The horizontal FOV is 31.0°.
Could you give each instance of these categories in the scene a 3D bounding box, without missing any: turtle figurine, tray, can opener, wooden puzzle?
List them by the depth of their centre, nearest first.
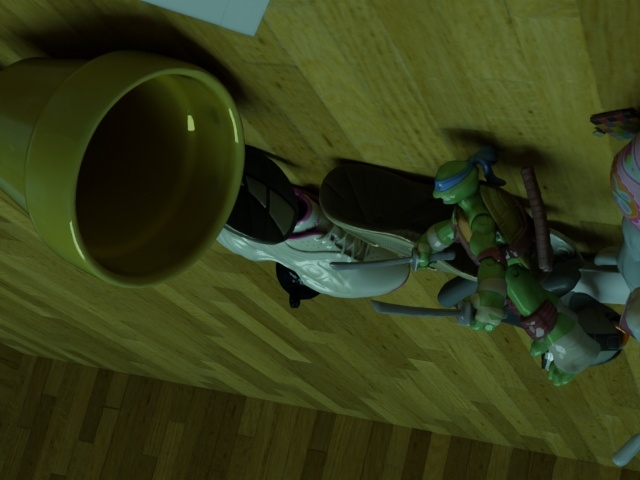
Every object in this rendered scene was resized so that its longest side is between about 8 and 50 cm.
[{"bbox_3d":[0.303,-0.115,1.149,0.049,0.006,0.083,25,160,-35],"label":"wooden puzzle"},{"bbox_3d":[0.169,0.060,1.304,0.266,0.274,0.198,46,156,-16],"label":"turtle figurine"},{"bbox_3d":[0.250,0.056,1.570,0.074,0.093,0.280,43,150,-8],"label":"can opener"},{"bbox_3d":[0.384,0.053,1.609,0.270,0.030,0.145,2,159,36],"label":"tray"}]

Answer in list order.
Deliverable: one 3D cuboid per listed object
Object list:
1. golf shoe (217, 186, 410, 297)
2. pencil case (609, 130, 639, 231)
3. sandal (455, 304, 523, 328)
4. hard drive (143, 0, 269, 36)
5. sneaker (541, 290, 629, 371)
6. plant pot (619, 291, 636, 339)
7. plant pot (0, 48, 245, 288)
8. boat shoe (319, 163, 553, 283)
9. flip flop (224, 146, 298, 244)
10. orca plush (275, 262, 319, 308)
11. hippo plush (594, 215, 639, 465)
[{"bbox_3d":[0.000,0.000,1.620,0.306,0.115,0.140,18,160,-17],"label":"golf shoe"},{"bbox_3d":[0.350,-0.088,1.011,0.124,0.124,0.284,14,164,0],"label":"pencil case"},{"bbox_3d":[0.319,0.101,1.810,0.255,0.054,0.097,17,160,27],"label":"sandal"},{"bbox_3d":[-0.200,-0.281,0.948,0.353,0.047,0.233,16,164,-9],"label":"hard drive"},{"bbox_3d":[0.357,0.125,1.537,0.108,0.100,0.271,0,-176,17],"label":"sneaker"},{"bbox_3d":[0.470,0.085,1.389,0.180,0.201,0.201,26,169,21],"label":"plant pot"},{"bbox_3d":[-0.255,-0.100,1.294,0.239,0.254,0.254,21,170,35],"label":"plant pot"},{"bbox_3d":[0.145,-0.014,1.461,0.302,0.109,0.098,18,170,7],"label":"boat shoe"},{"bbox_3d":[-0.159,-0.076,1.497,0.277,0.112,0.080,19,166,-5],"label":"flip flop"},{"bbox_3d":[-0.010,0.065,1.856,0.151,0.102,0.287,20,163,-20],"label":"orca plush"},{"bbox_3d":[0.421,0.059,1.222,0.234,0.236,0.294,-3,137,7],"label":"hippo plush"}]
